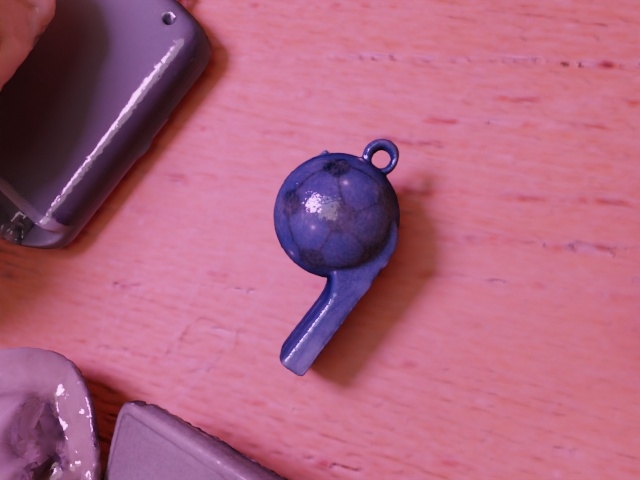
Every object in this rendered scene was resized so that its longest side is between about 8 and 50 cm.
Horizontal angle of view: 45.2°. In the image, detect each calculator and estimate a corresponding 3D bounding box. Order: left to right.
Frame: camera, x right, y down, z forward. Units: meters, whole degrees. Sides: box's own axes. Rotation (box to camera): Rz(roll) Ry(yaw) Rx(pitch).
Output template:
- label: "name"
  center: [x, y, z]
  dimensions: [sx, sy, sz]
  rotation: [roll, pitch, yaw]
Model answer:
- label: "calculator"
  center: [-0.188, -0.109, 0.596]
  dimensions: [0.141, 0.045, 0.246]
  rotation: [38, 92, 20]

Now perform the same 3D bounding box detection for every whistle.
- label: "whistle"
  center: [0.000, 0.000, 0.498]
  dimensions: [0.090, 0.090, 0.158]
  rotation: [38, 92, 20]

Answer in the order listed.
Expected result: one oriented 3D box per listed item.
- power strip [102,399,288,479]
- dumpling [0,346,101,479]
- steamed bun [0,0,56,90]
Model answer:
- label: "power strip"
  center: [-0.060, 0.223, 0.471]
  dimensions: [0.198, 0.064, 0.213]
  rotation: [20, 101, 32]
- label: "dumpling"
  center: [-0.202, 0.159, 0.509]
  dimensions: [0.150, 0.092, 0.176]
  rotation: [-42, 45, 20]
- label: "steamed bun"
  center: [-0.350, -0.117, 0.520]
  dimensions: [0.289, 0.203, 0.276]
  rotation: [-25, 41, 36]
